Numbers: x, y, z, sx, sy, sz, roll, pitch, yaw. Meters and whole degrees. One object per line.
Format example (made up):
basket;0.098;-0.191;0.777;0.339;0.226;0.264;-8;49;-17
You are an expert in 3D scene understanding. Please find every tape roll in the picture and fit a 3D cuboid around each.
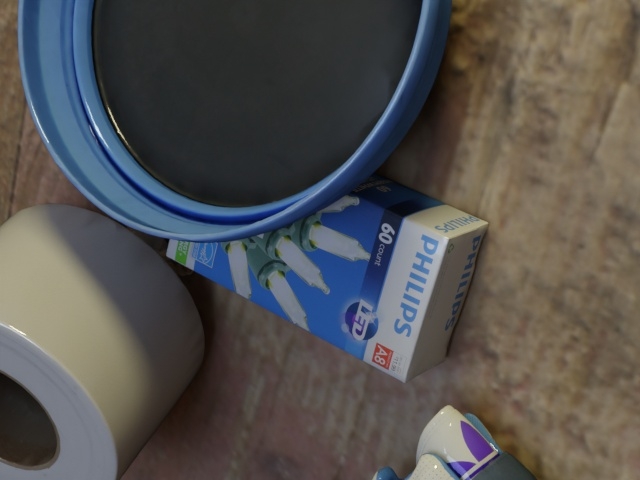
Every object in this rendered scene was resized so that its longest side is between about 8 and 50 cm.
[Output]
tape roll;-0.254;0.110;1.122;0.246;0.169;0.246;14;130;18

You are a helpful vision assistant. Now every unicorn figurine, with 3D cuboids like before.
unicorn figurine;-0.168;-0.009;1.155;0.111;0.060;0.161;32;104;41

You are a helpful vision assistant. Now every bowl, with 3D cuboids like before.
bowl;-0.076;-0.192;0.971;0.391;0.077;0.391;-2;86;28

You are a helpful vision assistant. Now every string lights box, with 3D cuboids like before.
string lights box;0.000;0.000;1.021;0.260;0.077;0.133;26;113;28

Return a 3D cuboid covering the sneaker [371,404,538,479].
sneaker;0.170;0.232;0.927;0.323;0.130;0.236;-27;90;42
